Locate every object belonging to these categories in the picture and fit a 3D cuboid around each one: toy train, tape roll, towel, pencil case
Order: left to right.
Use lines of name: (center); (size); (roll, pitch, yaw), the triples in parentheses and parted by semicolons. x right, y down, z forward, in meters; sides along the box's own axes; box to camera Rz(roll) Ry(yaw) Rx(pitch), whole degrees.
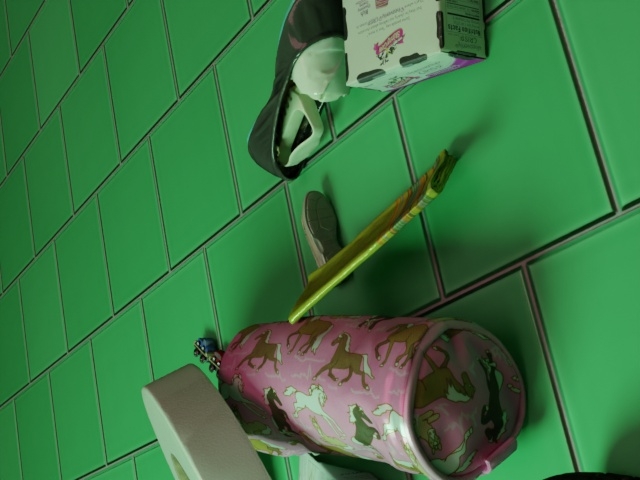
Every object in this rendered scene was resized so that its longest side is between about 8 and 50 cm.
toy train: (-0.146, 0.180, 1.463); (0.158, 0.027, 0.036); (32, 112, 51)
tape roll: (-0.104, 0.337, 1.210); (0.392, 0.072, 0.392); (55, 160, 31)
pencil case: (0.040, 0.166, 1.079); (0.386, 0.167, 0.160); (-10, 59, 56)
towel: (0.052, -0.003, 1.078); (0.021, 0.102, 0.237); (44, 120, -4)

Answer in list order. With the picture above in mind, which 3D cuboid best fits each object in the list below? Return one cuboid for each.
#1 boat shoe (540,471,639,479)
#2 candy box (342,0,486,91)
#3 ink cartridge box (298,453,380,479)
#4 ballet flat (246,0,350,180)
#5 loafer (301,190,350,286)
boat shoe: (0.285, 0.277, 0.754); (0.324, 0.122, 0.120); (19, 108, 55)
candy box: (0.095, -0.292, 1.076); (0.159, 0.071, 0.234); (-8, 82, 54)
ink cartridge box: (0.027, 0.367, 1.207); (0.232, 0.066, 0.189); (-163, 75, -76)
ballet flat: (-0.013, -0.184, 1.228); (0.096, 0.095, 0.280); (54, 142, 28)
loafer: (0.000, 0.000, 1.240); (0.039, 0.045, 0.125); (-48, 54, 52)
